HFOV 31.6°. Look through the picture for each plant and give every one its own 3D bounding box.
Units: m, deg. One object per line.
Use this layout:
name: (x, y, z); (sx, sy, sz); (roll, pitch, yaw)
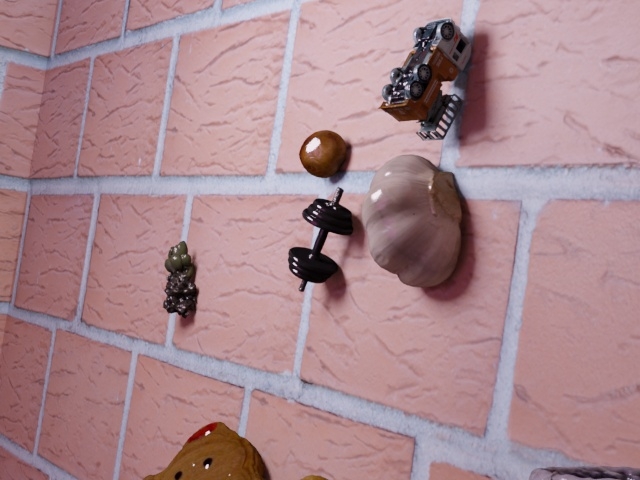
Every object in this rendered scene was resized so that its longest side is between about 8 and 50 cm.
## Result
plant: (-0.317, 0.089, 2.555); (0.085, 0.087, 0.174); (-7, 79, 25)

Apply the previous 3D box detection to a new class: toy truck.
toy truck: (0.186, -0.266, 1.853); (0.080, 0.115, 0.177); (4, 63, 57)

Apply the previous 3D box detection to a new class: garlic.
garlic: (0.131, -0.030, 1.843); (0.178, 0.143, 0.229); (-46, 55, 39)

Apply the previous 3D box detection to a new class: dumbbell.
dumbbell: (0.000, 0.000, 2.067); (0.099, 0.099, 0.208); (44, 118, 52)

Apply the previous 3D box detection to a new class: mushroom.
mushroom: (-0.007, -0.159, 2.149); (0.129, 0.073, 0.088); (-12, 105, 59)

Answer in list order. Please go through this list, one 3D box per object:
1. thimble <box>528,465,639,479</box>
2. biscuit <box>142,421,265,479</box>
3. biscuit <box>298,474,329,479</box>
thimble: (0.364, 0.350, 1.325); (0.245, 0.217, 0.157); (-4, 82, 40)
biscuit: (-0.245, 0.505, 2.190); (0.359, 0.074, 0.381); (-25, 34, 19)
biscuit: (-0.034, 0.557, 1.981); (0.274, 0.091, 0.213); (-58, 37, 26)
